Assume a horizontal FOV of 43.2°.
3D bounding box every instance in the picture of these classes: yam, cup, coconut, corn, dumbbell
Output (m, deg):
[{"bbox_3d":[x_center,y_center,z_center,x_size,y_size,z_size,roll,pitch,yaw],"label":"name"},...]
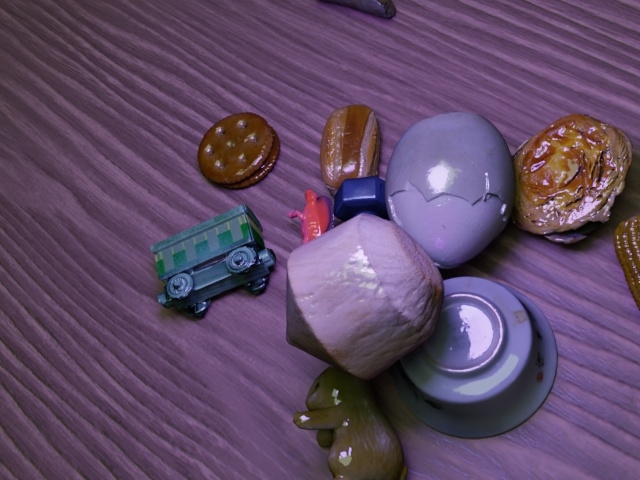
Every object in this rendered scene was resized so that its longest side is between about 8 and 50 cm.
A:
[{"bbox_3d":[0.088,-0.677,2.191,0.259,0.106,0.106,22,74,29],"label":"yam"},{"bbox_3d":[0.295,0.211,1.641,0.348,0.163,0.347,-9,62,17],"label":"cup"},{"bbox_3d":[0.061,0.113,1.544,0.329,0.329,0.328,-8,62,16],"label":"coconut"},{"bbox_3d":[0.680,0.104,1.576,0.131,0.131,0.344,-19,60,10],"label":"corn"},{"bbox_3d":[0.102,0.019,1.816,0.144,0.160,0.324,6,65,-11],"label":"dumbbell"}]

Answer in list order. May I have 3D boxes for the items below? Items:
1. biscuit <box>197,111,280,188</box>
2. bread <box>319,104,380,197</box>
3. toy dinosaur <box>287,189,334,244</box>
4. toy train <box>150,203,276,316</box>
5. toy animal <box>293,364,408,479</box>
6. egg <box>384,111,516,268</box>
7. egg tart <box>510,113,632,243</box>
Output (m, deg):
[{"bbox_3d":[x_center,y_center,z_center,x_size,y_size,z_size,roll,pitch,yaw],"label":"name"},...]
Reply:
[{"bbox_3d":[-0.214,-0.235,2.103,0.221,0.066,0.220,-10,60,19],"label":"biscuit"},{"bbox_3d":[0.073,-0.219,1.968,0.140,0.106,0.236,-2,65,17],"label":"bread"},{"bbox_3d":[0.004,-0.007,1.869,0.139,0.070,0.285,-39,52,42],"label":"toy dinosaur"},{"bbox_3d":[-0.258,0.054,1.945,0.301,0.120,0.202,-24,56,8],"label":"toy train"},{"bbox_3d":[0.039,0.350,1.661,0.181,0.181,0.362,-23,60,-2],"label":"toy animal"},{"bbox_3d":[0.278,-0.101,1.734,0.279,0.278,0.335,-5,65,17],"label":"egg"},{"bbox_3d":[0.540,-0.126,1.751,0.297,0.132,0.297,-16,59,29],"label":"egg tart"}]
